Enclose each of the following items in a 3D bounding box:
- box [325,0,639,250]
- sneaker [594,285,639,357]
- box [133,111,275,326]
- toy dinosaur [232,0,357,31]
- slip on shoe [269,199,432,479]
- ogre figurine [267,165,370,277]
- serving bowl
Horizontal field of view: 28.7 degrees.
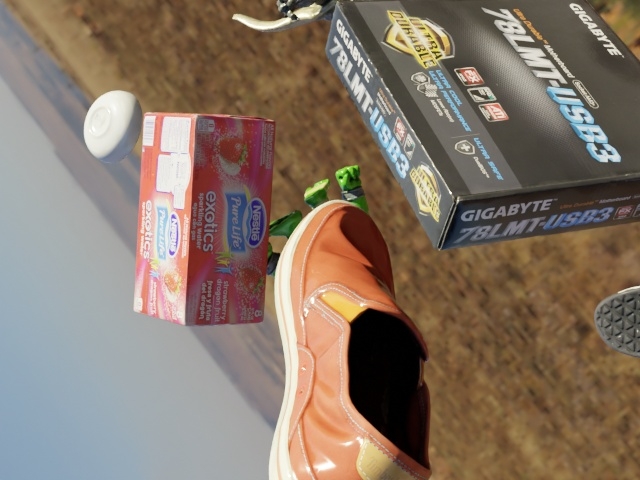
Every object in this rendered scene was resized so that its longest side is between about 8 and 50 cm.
[{"bbox_3d":[0.190,-0.129,1.205,0.073,0.293,0.296,103,151,-43],"label":"box"},{"bbox_3d":[0.435,0.084,1.423,0.097,0.234,0.084,-2,-96,-67],"label":"sneaker"},{"bbox_3d":[-0.144,-0.028,1.548,0.128,0.122,0.257,8,96,52],"label":"box"},{"bbox_3d":[0.011,-0.270,1.428,0.118,0.268,0.064,-50,-53,-70],"label":"toy dinosaur"},{"bbox_3d":[0.032,0.078,0.911,0.123,0.101,0.331,40,-152,-23],"label":"slip on shoe"},{"bbox_3d":[0.000,0.000,1.663,0.096,0.197,0.118,-20,109,46],"label":"ogre figurine"},{"bbox_3d":[-0.237,-0.130,1.396,0.027,0.083,0.083,17,-156,-49],"label":"serving bowl"}]
